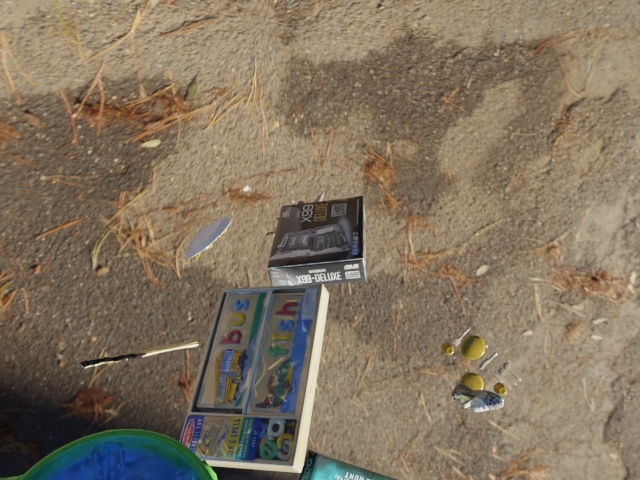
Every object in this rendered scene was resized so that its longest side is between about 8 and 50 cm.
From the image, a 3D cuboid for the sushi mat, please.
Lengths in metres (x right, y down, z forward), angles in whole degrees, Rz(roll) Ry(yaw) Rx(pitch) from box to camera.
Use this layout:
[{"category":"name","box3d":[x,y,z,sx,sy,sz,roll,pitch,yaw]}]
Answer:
[{"category":"sushi mat","box3d":[-0.446,0.285,1.402,0.151,0.316,0.019,-11,82,12]}]

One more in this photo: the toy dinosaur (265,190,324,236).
[{"category":"toy dinosaur","box3d":[-0.056,-0.024,1.897,0.200,0.127,0.296,43,79,5]}]

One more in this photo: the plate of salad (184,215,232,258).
[{"category":"plate of salad","box3d":[-0.357,-0.006,1.786,0.199,0.200,0.048,-36,111,9]}]

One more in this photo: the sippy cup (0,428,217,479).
[{"category":"sippy cup","box3d":[-0.210,0.359,0.589,0.240,0.305,0.224,-25,143,-27]}]

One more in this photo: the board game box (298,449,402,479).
[{"category":"board game box","box3d":[0.044,0.359,0.712,0.186,0.026,0.126,28,70,-26]}]

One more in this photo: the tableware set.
[{"category":"tableware set","box3d":[0.300,0.249,1.068,0.154,0.024,0.104,44,92,-1]}]

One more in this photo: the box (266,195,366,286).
[{"category":"box","box3d":[0.000,0.000,1.477,0.242,0.307,0.077,-6,123,9]}]

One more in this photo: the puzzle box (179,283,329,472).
[{"category":"puzzle box","box3d":[-0.140,0.285,1.217,0.272,0.409,0.052,-5,143,20]}]

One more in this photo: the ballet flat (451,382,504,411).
[{"category":"ballet flat","box3d":[0.267,0.277,0.954,0.041,0.114,0.041,1,87,-24]}]
